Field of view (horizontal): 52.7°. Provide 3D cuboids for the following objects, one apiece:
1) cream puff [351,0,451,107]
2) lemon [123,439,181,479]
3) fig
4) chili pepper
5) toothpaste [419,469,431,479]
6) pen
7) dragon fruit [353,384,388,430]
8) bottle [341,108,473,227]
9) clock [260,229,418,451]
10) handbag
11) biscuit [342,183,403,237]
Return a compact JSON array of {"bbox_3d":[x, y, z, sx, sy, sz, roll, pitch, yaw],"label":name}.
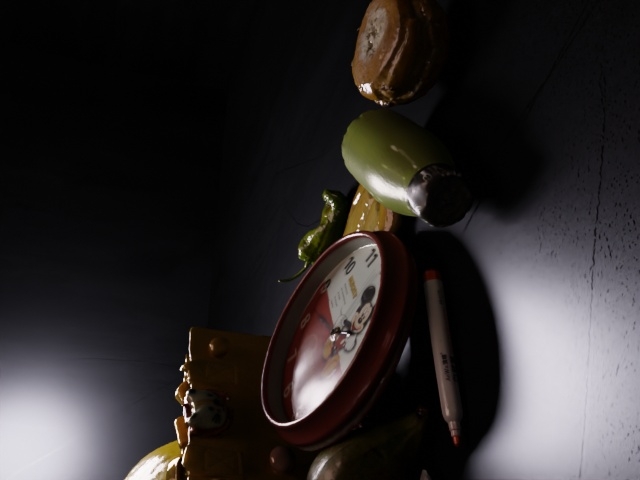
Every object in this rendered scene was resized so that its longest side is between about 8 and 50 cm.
[{"bbox_3d":[0.116,-0.263,0.894,0.165,0.115,0.150,-58,33,33],"label":"cream puff"},{"bbox_3d":[-0.156,0.492,1.046,0.364,0.365,0.363,-171,90,-74],"label":"lemon"},{"bbox_3d":[0.074,0.288,0.809,0.133,0.185,0.126,44,165,24],"label":"fig"},{"bbox_3d":[-0.001,-0.001,1.240,0.204,0.073,0.072,-63,4,20],"label":"chili pepper"},{"bbox_3d":[0.133,0.363,0.616,0.323,0.066,0.100,-112,29,-68],"label":"toothpaste"},{"bbox_3d":[0.143,0.131,0.755,0.026,0.026,0.218,120,153,-52],"label":"pen"},{"bbox_3d":[0.052,0.235,0.944,0.097,0.063,0.131,161,117,-72],"label":"dragon fruit"},{"bbox_3d":[0.110,-0.093,0.832,0.260,0.112,0.112,-123,44,-63],"label":"bottle"},{"bbox_3d":[0.026,0.131,0.891,0.318,0.080,0.318,-49,22,28],"label":"clock"},{"bbox_3d":[-0.084,0.296,0.982,0.401,0.283,0.133,-105,32,-58],"label":"handbag"},{"bbox_3d":[0.071,-0.006,1.037,0.203,0.041,0.260,-112,39,-57],"label":"biscuit"}]
